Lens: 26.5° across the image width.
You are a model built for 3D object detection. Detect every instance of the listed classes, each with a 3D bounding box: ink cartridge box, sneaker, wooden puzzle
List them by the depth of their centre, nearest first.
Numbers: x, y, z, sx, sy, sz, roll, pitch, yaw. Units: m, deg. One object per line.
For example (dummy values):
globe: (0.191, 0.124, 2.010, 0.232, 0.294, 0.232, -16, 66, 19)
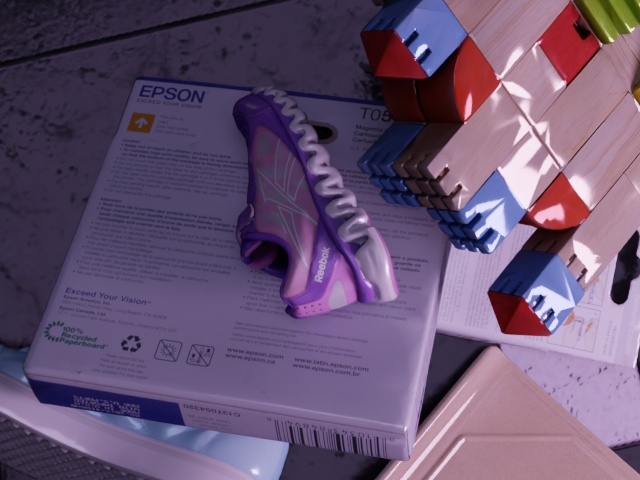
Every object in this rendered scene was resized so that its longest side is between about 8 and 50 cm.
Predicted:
sneaker: (-0.030, -0.029, 1.126, 0.104, 0.095, 0.236, -28, 58, -4)
ink cartridge box: (-0.052, 0.013, 1.191, 0.324, 0.071, 0.330, 8, 55, 11)
wooden puzzle: (0.173, 0.249, 1.225, 0.238, 0.044, 0.221, 43, 68, 0)
sneaker: (-0.199, 0.143, 1.233, 0.366, 0.135, 0.150, 21, 57, 6)
ink cartridge box: (0.188, 0.007, 1.262, 0.232, 0.066, 0.189, 12, 86, -7)

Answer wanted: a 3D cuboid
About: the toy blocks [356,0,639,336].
toy blocks: (0.151, -0.103, 1.117, 0.261, 0.191, 0.381, -48, 116, -18)
